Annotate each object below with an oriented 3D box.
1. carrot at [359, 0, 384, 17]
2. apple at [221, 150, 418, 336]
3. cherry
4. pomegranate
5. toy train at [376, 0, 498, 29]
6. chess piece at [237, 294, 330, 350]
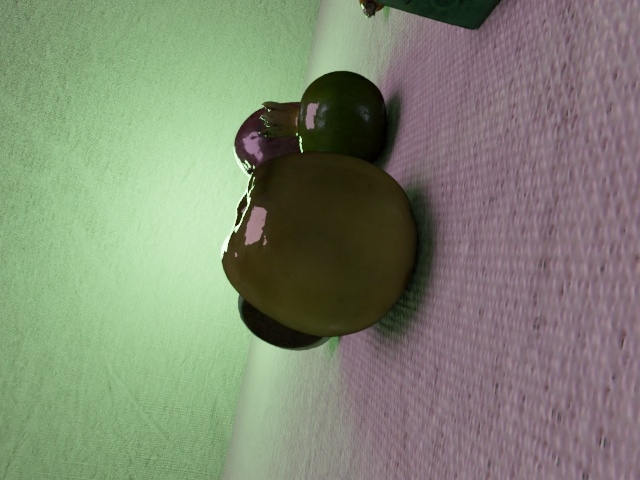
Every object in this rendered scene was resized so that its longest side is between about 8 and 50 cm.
[{"bbox_3d":[0.142,-0.634,1.039,0.069,0.069,0.335,128,159,-66],"label":"carrot"},{"bbox_3d":[0.000,0.000,0.608,0.262,0.263,0.261,-168,90,-79],"label":"apple"},{"bbox_3d":[-0.063,-0.207,1.067,0.308,0.261,0.221,-38,-14,0],"label":"cherry"},{"bbox_3d":[0.006,-0.207,0.804,0.187,0.226,0.186,3,-90,-89],"label":"pomegranate"},{"bbox_3d":[0.156,-0.374,0.440,0.266,0.145,0.201,131,146,-69],"label":"toy train"},{"bbox_3d":[-0.039,0.053,0.914,0.299,0.195,0.194,-77,6,-55],"label":"chess piece"}]
